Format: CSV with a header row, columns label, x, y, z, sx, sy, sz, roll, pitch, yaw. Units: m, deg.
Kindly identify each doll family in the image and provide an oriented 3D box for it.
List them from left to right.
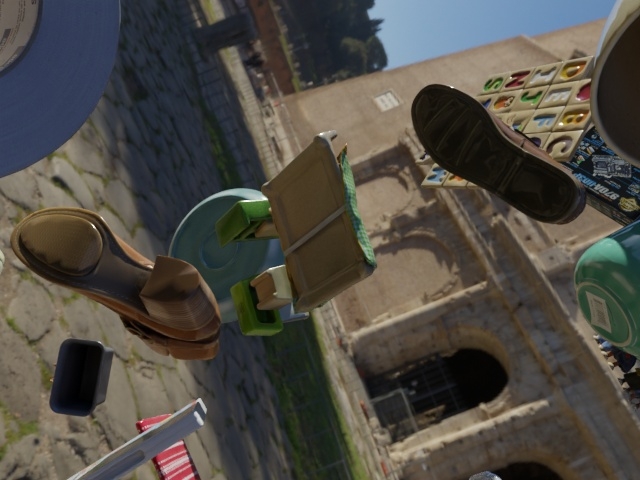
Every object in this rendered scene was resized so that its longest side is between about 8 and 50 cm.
label,x,y,z,sx,sy,sz,roll,pitch,yaw
doll family,0.599,0.221,1.088,0.076,0.111,0.193,26,38,-56

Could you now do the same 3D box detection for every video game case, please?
label,x,y,z,sx,sy,sz,roll,pitch,yaw
video game case,-0.285,0.304,0.776,0.025,0.285,0.204,59,-14,5

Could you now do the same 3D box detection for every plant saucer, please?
label,x,y,z,sx,sy,sz,roll,pitch,yaw
plant saucer,-0.215,0.023,1.287,0.044,0.318,0.317,41,25,-58

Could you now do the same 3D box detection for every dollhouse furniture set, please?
label,x,y,z,sx,sy,sz,roll,pitch,yaw
dollhouse furniture set,0.000,0.000,0.829,0.301,0.151,0.197,-35,-113,46

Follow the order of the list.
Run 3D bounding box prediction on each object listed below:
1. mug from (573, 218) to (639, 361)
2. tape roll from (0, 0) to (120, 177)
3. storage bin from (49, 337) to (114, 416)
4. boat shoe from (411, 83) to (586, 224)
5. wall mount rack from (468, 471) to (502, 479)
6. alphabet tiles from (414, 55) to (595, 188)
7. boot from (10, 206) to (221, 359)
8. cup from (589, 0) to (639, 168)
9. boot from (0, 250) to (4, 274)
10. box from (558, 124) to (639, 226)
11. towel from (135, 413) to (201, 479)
label,x,y,z,sx,sy,sz,roll,pitch,yaw
mug,0.332,0.064,0.589,0.157,0.097,0.129,60,-10,23
tape roll,-0.224,-0.140,0.314,0.072,0.219,0.219,11,-42,38
storage bin,-0.445,0.254,1.097,0.091,0.098,0.135,84,13,-80
boat shoe,0.267,-0.128,0.902,0.307,0.110,0.104,49,26,25
wall mount rack,0.207,0.414,0.774,0.350,0.304,0.130,19,40,-29
alphabet tiles,0.325,-0.204,1.035,0.011,0.285,0.342,43,-17,-29
boot,-0.266,0.070,0.807,0.220,0.283,0.109,92,15,-59
cup,0.516,-0.274,0.739,0.331,0.331,0.237,66,31,-46
boot,-0.621,0.041,0.991,0.213,0.077,0.165,69,-2,-51
box,0.587,-0.138,1.139,0.051,0.175,0.220,46,1,-45
towel,-0.232,0.430,0.991,0.275,0.031,0.199,62,-7,12
